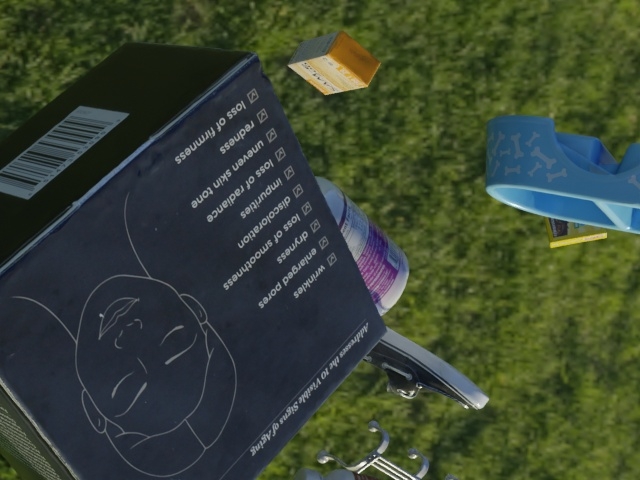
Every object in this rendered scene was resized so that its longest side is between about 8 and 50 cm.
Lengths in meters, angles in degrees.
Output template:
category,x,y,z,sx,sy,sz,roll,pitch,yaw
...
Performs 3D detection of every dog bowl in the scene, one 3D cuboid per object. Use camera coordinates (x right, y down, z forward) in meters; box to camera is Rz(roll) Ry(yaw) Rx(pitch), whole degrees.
category,x,y,z,sx,sy,sz,roll,pitch,yaw
dog bowl,0.303,-0.058,1.117,0.166,0.297,0.074,25,79,-60

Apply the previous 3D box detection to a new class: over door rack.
category,x,y,z,sx,sy,sz,roll,pitch,yaw
over door rack,0.060,0.472,1.877,0.239,0.108,0.324,37,99,-32

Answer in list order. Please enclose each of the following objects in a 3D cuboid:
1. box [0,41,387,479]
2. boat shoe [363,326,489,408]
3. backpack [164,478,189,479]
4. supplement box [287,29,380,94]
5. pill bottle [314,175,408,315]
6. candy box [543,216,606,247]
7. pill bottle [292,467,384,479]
category,x,y,z,sx,sy,sz,roll,pitch,yaw
box,-0.226,0.076,1.394,0.480,0.297,0.472,-45,126,-26
boat shoe,0.160,0.239,1.993,0.102,0.301,0.108,-58,163,-2
backpack,-0.134,0.295,1.098,0.084,0.114,0.105,24,86,-64
supplement box,0.015,-0.201,1.244,0.062,0.098,0.036,35,75,-24
pill bottle,0.000,0.000,1.807,0.301,0.169,0.169,42,59,-36
candy box,0.460,-0.090,2.039,0.027,0.105,0.206,68,14,-62
pill bottle,0.061,0.408,1.614,0.216,0.121,0.121,19,73,-13
